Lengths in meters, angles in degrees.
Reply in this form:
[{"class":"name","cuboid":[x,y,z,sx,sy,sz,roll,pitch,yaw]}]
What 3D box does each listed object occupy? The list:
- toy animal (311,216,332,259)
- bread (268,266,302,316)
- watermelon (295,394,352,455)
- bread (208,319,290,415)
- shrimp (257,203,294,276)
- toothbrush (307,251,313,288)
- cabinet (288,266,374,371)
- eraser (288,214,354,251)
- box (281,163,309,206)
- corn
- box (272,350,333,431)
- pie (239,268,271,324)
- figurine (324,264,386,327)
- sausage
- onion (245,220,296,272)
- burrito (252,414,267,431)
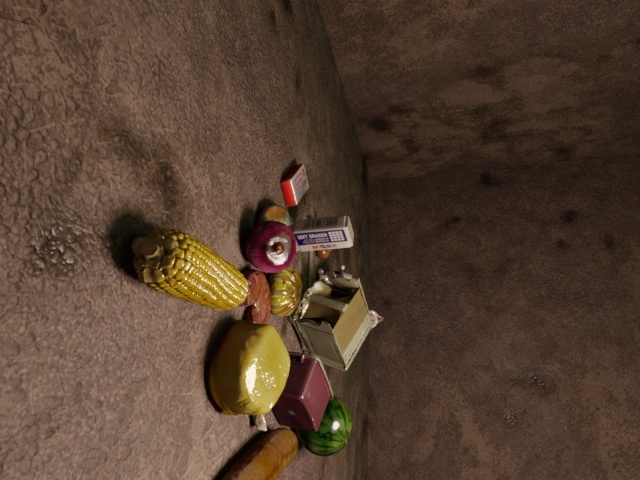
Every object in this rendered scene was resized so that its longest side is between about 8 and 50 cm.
[{"class":"toy animal","cuboid":[0.000,0.000,2.145,0.157,0.098,0.312,-58,145,-44]},{"class":"bread","cuboid":[-0.128,0.191,1.572,0.213,0.105,0.213,7,90,-78]},{"class":"watermelon","cuboid":[0.014,0.748,1.710,0.242,0.243,0.241,-4,90,-74]},{"class":"bread","cuboid":[-0.202,0.365,1.209,0.270,0.148,0.269,-5,90,-66]},{"class":"shrimp","cuboid":[-0.177,-0.031,1.539,0.185,0.069,0.286,64,29,-50]},{"class":"toothbrush","cuboid":[-0.048,0.164,2.021,0.028,0.026,0.293,97,-5,-71]},{"class":"cabinet","cuboid":[0.046,0.334,1.815,0.289,0.228,0.317,-52,138,-35]},{"class":"eraser","cuboid":[-0.010,-0.027,1.739,0.124,0.280,0.081,69,22,-46]},{"class":"box","cuboid":[-0.111,-0.247,1.856,0.229,0.050,0.122,-66,146,-58]},{"class":"corn","cuboid":[-0.287,0.084,0.995,0.387,0.144,0.143,51,38,-62]},{"class":"box","cuboid":[-0.081,0.554,1.527,0.167,0.194,0.293,-68,151,-46]},{"class":"pie","cuboid":[-0.216,0.200,1.372,0.204,0.054,0.218,-72,154,-52]},{"class":"figurine","cuboid":[0.137,0.318,2.140,0.211,0.253,0.361,-28,73,-40]},{"class":"sausage","cuboid":[-0.183,0.681,1.255,0.136,0.123,0.501,-65,164,4]},{"class":"onion","cuboid":[-0.162,0.021,1.395,0.177,0.154,0.177,17,69,-52]},{"class":"burrito","cuboid":[-0.201,0.496,1.356,0.063,0.058,0.229,-1,85,-70]}]
